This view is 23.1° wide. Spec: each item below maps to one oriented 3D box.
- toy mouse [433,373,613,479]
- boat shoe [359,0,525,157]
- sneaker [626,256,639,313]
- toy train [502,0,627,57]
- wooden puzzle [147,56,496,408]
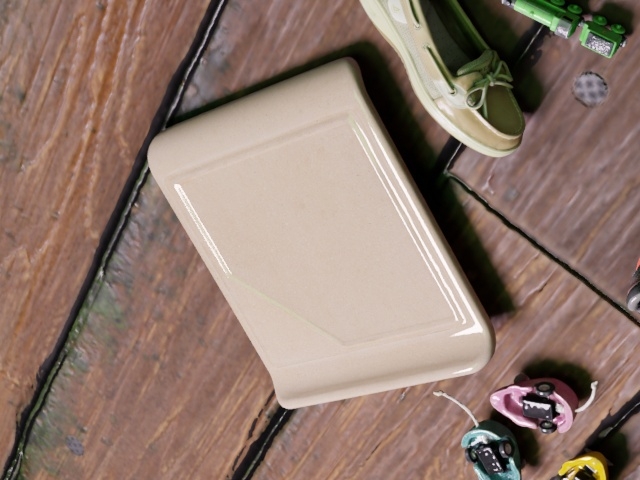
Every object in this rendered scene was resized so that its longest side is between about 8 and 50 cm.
[{"bbox_3d":[0.149,0.138,1.137,0.143,0.031,0.161,28,132,17],"label":"toy mouse"},{"bbox_3d":[0.083,-0.122,0.993,0.153,0.056,0.048,56,139,1],"label":"boat shoe"},{"bbox_3d":[0.256,0.071,0.990,0.158,0.065,0.061,36,134,11],"label":"sneaker"},{"bbox_3d":[0.147,-0.135,0.957,0.083,0.024,0.017,28,132,17],"label":"toy train"},{"bbox_3d":[0.000,0.000,1.150,0.221,0.044,0.238,-17,104,42],"label":"wooden puzzle"}]
